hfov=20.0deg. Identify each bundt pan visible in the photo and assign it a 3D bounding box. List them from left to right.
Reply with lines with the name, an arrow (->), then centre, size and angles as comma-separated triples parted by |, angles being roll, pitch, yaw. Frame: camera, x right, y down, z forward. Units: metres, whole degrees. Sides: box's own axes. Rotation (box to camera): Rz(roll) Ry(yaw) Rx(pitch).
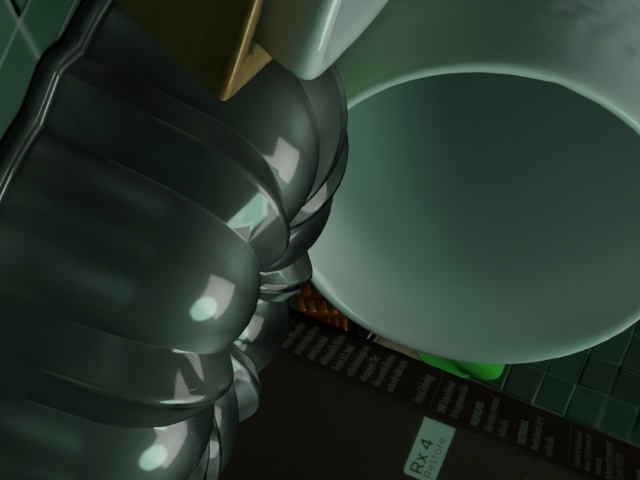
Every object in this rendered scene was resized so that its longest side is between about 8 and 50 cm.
bundt pan -> -0.080, 0.022, 0.909 | 0.331, 0.124, 0.331 | 22, 90, -84

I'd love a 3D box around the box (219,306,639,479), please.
box -> 0.033, 0.180, 1.266 | 0.143, 0.381, 0.191 | -36, 146, -77

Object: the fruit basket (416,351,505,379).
fruit basket -> 0.070, -0.088, 1.664 | 0.392, 0.283, 0.392 | 8, 79, -49

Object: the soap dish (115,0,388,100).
soap dish -> 0.003, -0.212, 0.824 | 0.291, 0.118, 0.229 | -56, 166, -66

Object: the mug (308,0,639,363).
mug -> 0.155, -0.088, 1.354 | 0.374, 0.276, 0.328 | 53, 31, -33

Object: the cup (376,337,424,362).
cup -> -0.010, 0.187, 1.493 | 0.331, 0.331, 0.237 | -54, 140, -69

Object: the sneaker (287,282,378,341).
sneaker -> 0.000, 0.000, 1.435 | 0.121, 0.099, 0.262 | 118, -25, -49
